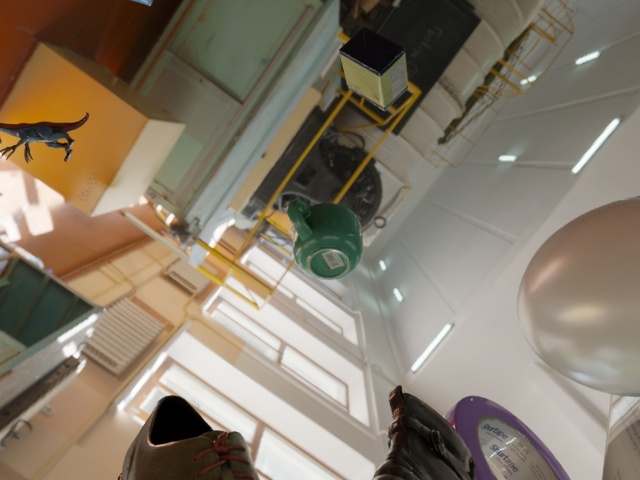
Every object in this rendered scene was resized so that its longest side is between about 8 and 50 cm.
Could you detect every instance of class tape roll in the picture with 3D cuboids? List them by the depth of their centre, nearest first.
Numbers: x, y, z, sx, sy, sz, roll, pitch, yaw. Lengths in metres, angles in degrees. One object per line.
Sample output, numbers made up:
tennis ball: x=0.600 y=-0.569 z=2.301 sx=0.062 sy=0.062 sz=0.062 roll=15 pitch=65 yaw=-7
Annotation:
tape roll: x=0.299 y=0.394 z=0.807 sx=0.090 sy=0.274 sz=0.275 roll=-51 pitch=-175 yaw=24

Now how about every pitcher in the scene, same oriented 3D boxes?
pitcher: x=0.213 y=0.047 z=0.286 sx=0.207 sy=0.125 sz=0.178 roll=131 pitch=-25 yaw=-62

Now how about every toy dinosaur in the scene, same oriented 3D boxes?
toy dinosaur: x=-0.312 y=-0.115 z=0.540 sx=0.047 sy=0.082 sz=0.090 roll=-26 pitch=-141 yaw=63

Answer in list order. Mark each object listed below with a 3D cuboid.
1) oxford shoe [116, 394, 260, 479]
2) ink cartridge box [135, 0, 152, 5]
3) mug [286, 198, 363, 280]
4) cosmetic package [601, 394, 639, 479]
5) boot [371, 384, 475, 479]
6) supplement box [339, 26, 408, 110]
oxford shoe: x=-0.097 y=0.233 z=0.414 sx=0.348 sy=0.122 sz=0.130 roll=8 pitch=-95 yaw=52
ink cartridge box: x=-0.147 y=-0.264 z=0.332 sx=0.181 sy=0.061 sz=0.105 roll=115 pitch=-10 yaw=-79
mug: x=0.001 y=0.007 z=0.904 sx=0.097 sy=0.157 sz=0.130 roll=-92 pitch=-160 yaw=-49
cosmetic package: x=0.511 y=0.296 z=0.502 sx=0.329 sy=0.327 sz=0.394 roll=-52 pitch=140 yaw=-68
boot: x=0.152 y=0.300 z=0.545 sx=0.091 sy=0.263 sz=0.229 roll=-40 pitch=172 yaw=20
supplement box: x=0.082 y=-0.258 z=0.751 sx=0.056 sy=0.083 sz=0.083 roll=-45 pitch=153 yaw=-9
